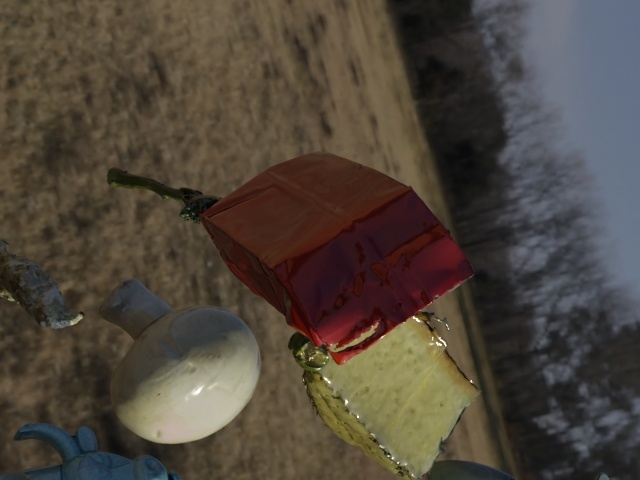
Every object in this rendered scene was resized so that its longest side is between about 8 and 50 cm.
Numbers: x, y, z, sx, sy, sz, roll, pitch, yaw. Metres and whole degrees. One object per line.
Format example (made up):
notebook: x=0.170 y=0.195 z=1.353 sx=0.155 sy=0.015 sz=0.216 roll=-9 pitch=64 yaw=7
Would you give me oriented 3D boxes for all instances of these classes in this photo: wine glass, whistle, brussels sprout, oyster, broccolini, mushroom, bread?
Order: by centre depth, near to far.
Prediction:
whistle: x=-0.316 y=0.326 z=1.498 sx=0.093 sy=0.274 sz=0.186 roll=114 pitch=-32 yaw=-62
oyster: x=-0.417 y=0.058 z=1.583 sx=0.061 sy=0.200 sz=0.106 roll=-26 pitch=115 yaw=-50
broccolini: x=-0.214 y=-0.057 z=1.620 sx=0.071 sy=0.254 sz=0.057 roll=37 pitch=72 yaw=-45
brussels sprout: x=-0.019 y=0.152 z=1.644 sx=0.083 sy=0.051 sz=0.046 roll=61 pitch=40 yaw=-47
bread: x=0.123 y=0.218 z=1.899 sx=0.279 sy=0.248 sz=0.315 roll=34 pitch=-13 yaw=10
wine glass: x=0.377 y=0.491 z=2.088 sx=0.264 sy=0.310 sz=0.096 roll=55 pitch=44 yaw=-43
mushroom: x=-0.289 y=0.247 z=2.320 sx=0.356 sy=0.315 sz=0.315 roll=47 pitch=18 yaw=-19

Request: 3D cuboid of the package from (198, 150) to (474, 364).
package: x=0.000 y=0.000 z=1.372 sx=0.123 sy=0.196 sz=0.423 roll=61 pitch=-10 yaw=-22
